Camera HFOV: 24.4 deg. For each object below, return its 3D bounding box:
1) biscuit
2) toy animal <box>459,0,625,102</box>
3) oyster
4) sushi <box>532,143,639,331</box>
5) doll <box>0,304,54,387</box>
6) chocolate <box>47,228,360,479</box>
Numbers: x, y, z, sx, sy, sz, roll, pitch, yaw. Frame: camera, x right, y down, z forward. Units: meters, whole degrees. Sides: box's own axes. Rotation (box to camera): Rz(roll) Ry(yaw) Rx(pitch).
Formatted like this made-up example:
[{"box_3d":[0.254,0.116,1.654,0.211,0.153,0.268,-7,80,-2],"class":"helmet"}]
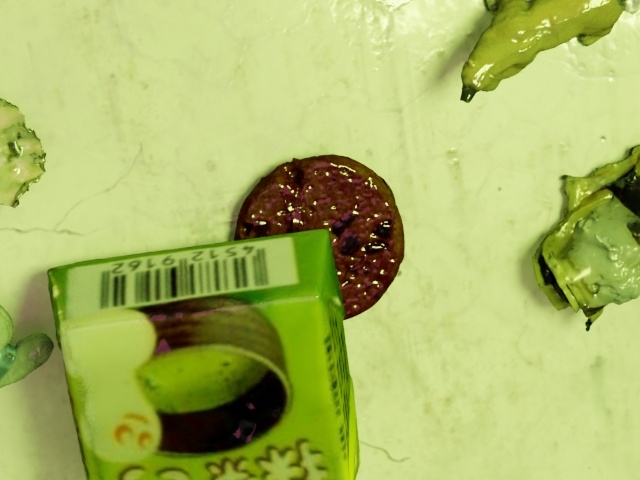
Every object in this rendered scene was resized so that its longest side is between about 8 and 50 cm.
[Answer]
[{"box_3d":[0.000,0.000,1.570,0.192,0.049,0.192,-1,111,-4],"class":"biscuit"},{"box_3d":[0.224,-0.217,1.514,0.218,0.101,0.103,-25,108,-1],"class":"toy animal"},{"box_3d":[-0.385,-0.088,1.490,0.209,0.072,0.133,-13,100,-25],"class":"oyster"},{"box_3d":[0.351,-0.035,1.568,0.291,0.131,0.139,-36,108,11],"class":"sushi"},{"box_3d":[-0.384,0.094,1.529,0.214,0.071,0.104,20,100,-9],"class":"doll"},{"box_3d":[-0.115,0.157,1.527,0.300,0.137,0.289,-8,112,1],"class":"chocolate"}]
